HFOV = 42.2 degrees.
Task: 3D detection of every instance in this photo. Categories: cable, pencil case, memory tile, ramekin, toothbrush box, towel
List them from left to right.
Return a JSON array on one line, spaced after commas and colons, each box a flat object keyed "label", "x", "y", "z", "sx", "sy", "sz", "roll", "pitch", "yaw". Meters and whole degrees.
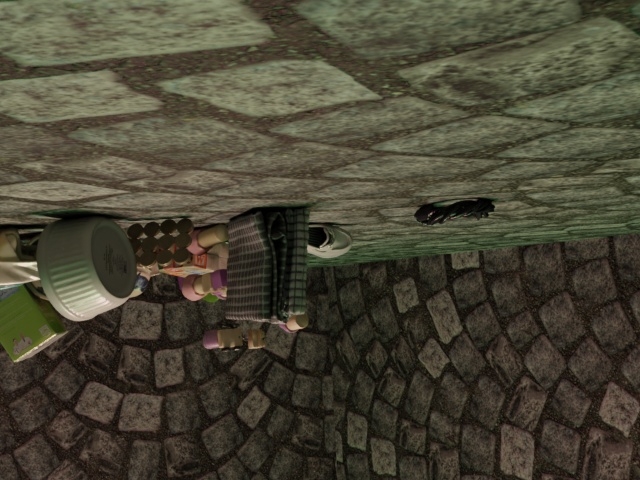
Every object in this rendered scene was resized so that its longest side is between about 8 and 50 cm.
[{"label": "toothbrush box", "x": -0.751, "y": 0.142, "z": 2.011, "sx": 0.122, "sy": 0.283, "sz": 0.206, "roll": -36, "pitch": -179, "yaw": -10}, {"label": "pencil case", "x": -0.578, "y": 0.069, "z": 2.091, "sx": 0.183, "sy": 0.160, "sz": 0.410, "roll": -22, "pitch": 171, "yaw": 13}, {"label": "ramekin", "x": -0.453, "y": 0.048, "z": 1.644, "sx": 0.109, "sy": 0.207, "sz": 0.207, "roll": -15, "pitch": 173, "yaw": 16}, {"label": "memory tile", "x": -0.342, "y": 0.007, "z": 1.752, "sx": 0.148, "sy": 0.113, "sz": 0.012, "roll": -6, "pitch": 149, "yaw": 8}, {"label": "towel", "x": -0.125, "y": 0.058, "z": 1.759, "sx": 0.121, "sy": 0.235, "sz": 0.283, "roll": 5, "pitch": 173, "yaw": -21}, {"label": "cable", "x": 0.291, "y": -0.055, "z": 1.745, "sx": 0.150, "sy": 0.047, "sz": 0.184, "roll": -1, "pitch": 175, "yaw": -21}]

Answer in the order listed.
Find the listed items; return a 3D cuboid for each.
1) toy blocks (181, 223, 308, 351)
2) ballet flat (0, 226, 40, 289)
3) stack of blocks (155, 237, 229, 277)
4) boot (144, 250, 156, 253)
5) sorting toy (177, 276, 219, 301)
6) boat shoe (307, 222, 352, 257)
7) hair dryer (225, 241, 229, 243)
[{"label": "toy blocks", "x": -0.214, "y": 0.127, "z": 2.076, "sx": 0.288, "sy": 0.309, "sz": 0.260, "roll": 1, "pitch": 168, "yaw": -40}, {"label": "ballet flat", "x": -0.618, "y": 0.029, "z": 1.782, "sx": 0.400, "sy": 0.139, "sz": 0.139, "roll": 0, "pitch": 175, "yaw": -24}, {"label": "stack of blocks", "x": -0.296, "y": 0.062, "z": 2.334, "sx": 0.171, "sy": 0.087, "sz": 0.297, "roll": -7, "pitch": 164, "yaw": 40}, {"label": "boot", "x": -0.498, "y": 0.061, "z": 2.620, "sx": 0.208, "sy": 0.076, "sz": 0.189, "roll": 3, "pitch": -169, "yaw": 12}, {"label": "sorting toy", "x": -0.295, "y": 0.123, "z": 2.624, "sx": 0.365, "sy": 0.127, "sz": 0.126, "roll": 0, "pitch": -171, "yaw": 42}, {"label": "boat shoe", "x": 0.000, "y": 0.000, "z": 2.044, "sx": 0.226, "sy": 0.083, "sz": 0.075, "roll": 1, "pitch": 175, "yaw": -36}, {"label": "hair dryer", "x": -0.194, "y": 0.044, "z": 2.556, "sx": 0.223, "sy": 0.080, "sz": 0.293, "roll": -7, "pitch": 175, "yaw": 36}]
